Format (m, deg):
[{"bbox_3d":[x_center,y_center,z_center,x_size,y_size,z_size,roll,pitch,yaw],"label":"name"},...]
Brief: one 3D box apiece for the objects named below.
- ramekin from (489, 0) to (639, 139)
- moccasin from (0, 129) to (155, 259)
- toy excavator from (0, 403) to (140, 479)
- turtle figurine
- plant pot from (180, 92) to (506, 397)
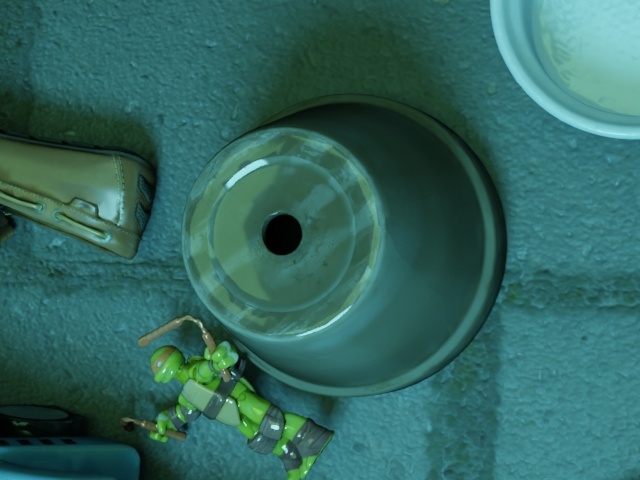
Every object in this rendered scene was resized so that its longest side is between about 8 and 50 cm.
[{"bbox_3d":[0.310,-0.227,1.210,0.277,0.135,0.277,-1,87,15],"label":"ramekin"},{"bbox_3d":[-0.373,-0.050,1.401,0.380,0.139,0.147,11,82,6],"label":"moccasin"},{"bbox_3d":[-0.207,0.313,1.266,0.445,0.433,0.222,9,90,44],"label":"toy excavator"},{"bbox_3d":[-0.101,0.174,1.310,0.217,0.087,0.269,34,139,-1],"label":"turtle figurine"},{"bbox_3d":[0.000,0.000,1.213,0.323,0.280,0.323,-1,87,17],"label":"plant pot"}]
